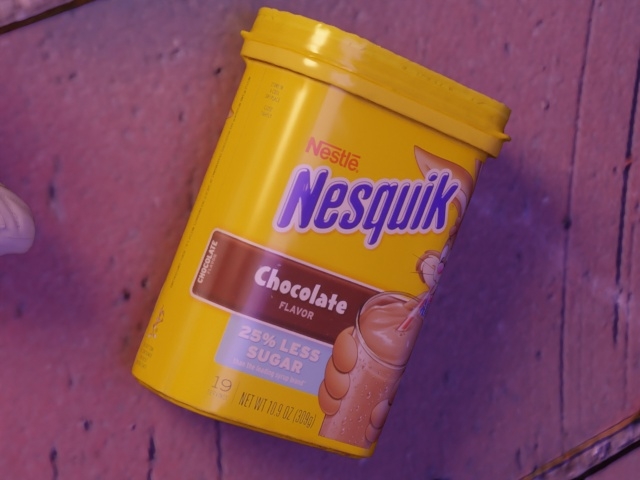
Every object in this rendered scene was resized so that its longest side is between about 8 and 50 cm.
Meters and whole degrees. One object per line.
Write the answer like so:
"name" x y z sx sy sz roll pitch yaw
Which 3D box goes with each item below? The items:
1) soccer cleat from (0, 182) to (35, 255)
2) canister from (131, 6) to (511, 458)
"soccer cleat" -0.182 -0.048 0.684 0.196 0.068 0.076 25 84 -34
"canister" 0.000 0.000 0.817 0.126 0.073 0.170 20 91 -36
